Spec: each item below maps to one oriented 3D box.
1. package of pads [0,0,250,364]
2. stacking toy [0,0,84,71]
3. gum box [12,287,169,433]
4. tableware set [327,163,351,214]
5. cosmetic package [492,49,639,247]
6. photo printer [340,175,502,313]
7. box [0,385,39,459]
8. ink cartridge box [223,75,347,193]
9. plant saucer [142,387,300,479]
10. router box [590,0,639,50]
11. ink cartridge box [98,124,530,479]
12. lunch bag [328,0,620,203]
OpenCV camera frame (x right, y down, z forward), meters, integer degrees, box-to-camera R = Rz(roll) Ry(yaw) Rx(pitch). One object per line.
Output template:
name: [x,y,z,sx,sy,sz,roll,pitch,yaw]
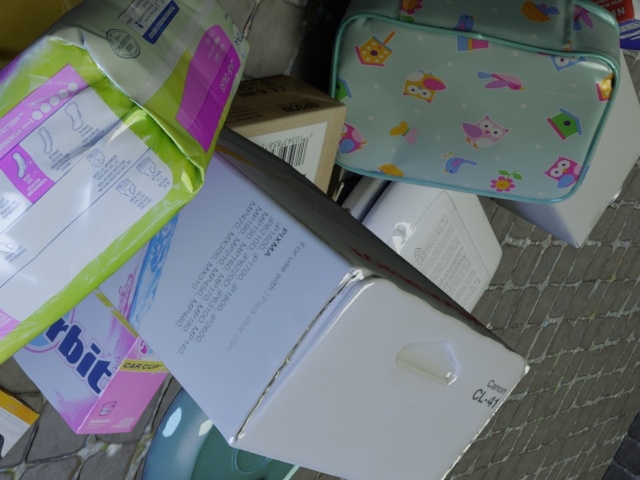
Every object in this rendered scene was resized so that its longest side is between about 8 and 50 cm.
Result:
package of pads: [-0.178,-0.015,0.566,0.296,0.101,0.229,-38,-162,17]
stacking toy: [-0.318,-0.147,0.588,0.279,0.130,0.309,-39,151,21]
gum box: [-0.194,0.049,0.812,0.107,0.188,0.062,-56,150,12]
tableware set: [0.000,0.000,1.106,0.168,0.020,0.141,-88,-159,-53]
cosmetic package: [0.287,-0.157,1.328,0.197,0.155,0.365,-56,149,-5]
photo printer: [0.100,0.031,1.272,0.256,0.107,0.307,-56,149,-10]
box: [-0.318,0.186,0.906,0.136,0.028,0.081,-48,148,-11]
ink cartridge box: [-0.096,-0.040,0.961,0.235,0.088,0.193,-19,131,-47]
plant saucer: [-0.080,0.232,1.265,0.317,0.044,0.317,-34,142,-32]
router box: [0.340,-0.364,1.136,0.335,0.082,0.301,-10,88,-51]
ink cartridge box: [-0.039,0.023,0.726,0.131,0.306,0.226,-53,139,7]
lunch bag: [0.140,-0.146,1.030,0.224,0.279,0.108,95,8,-50]
